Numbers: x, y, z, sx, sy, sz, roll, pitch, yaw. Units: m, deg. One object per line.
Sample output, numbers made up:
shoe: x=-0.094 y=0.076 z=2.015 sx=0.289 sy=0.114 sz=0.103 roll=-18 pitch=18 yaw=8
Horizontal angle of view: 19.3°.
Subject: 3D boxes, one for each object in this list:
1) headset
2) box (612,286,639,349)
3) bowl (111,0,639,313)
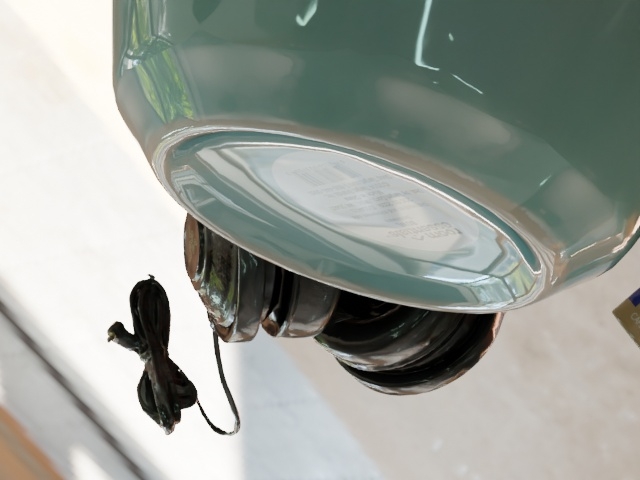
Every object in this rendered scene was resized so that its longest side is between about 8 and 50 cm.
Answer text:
headset: x=0.000 y=0.000 z=1.273 sx=0.243 sy=0.185 sz=0.394 roll=21 pitch=130 yaw=-36
box: x=0.285 y=0.013 z=1.057 sx=0.036 sy=0.225 sz=0.136 roll=43 pitch=-171 yaw=-39
bowl: x=0.035 y=-0.078 z=0.794 sx=0.311 sy=0.163 sz=0.311 roll=17 pitch=161 yaw=6
